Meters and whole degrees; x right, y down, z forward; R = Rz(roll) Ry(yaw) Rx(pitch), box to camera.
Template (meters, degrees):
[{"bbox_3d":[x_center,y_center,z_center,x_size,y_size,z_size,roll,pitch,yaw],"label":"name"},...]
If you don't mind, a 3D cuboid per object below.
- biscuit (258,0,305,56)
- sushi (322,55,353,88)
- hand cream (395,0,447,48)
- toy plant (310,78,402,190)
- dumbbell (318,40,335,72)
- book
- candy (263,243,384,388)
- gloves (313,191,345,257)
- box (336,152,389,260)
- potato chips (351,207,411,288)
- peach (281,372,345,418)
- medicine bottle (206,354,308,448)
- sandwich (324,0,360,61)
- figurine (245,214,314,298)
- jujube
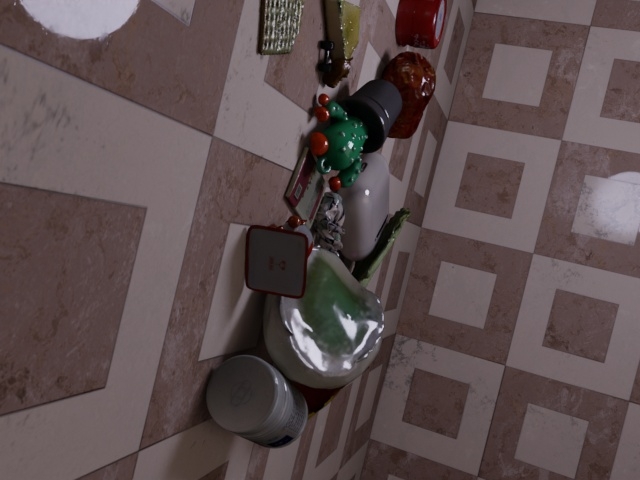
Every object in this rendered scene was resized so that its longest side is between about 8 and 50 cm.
[{"bbox_3d":[-0.088,-0.494,1.428,0.203,0.016,0.144,-35,136,-62],"label":"biscuit"},{"bbox_3d":[0.050,-0.471,1.740,0.060,0.118,0.062,-14,82,-43],"label":"sushi"},{"bbox_3d":[0.383,-0.839,2.345,0.230,0.149,0.231,11,90,-72],"label":"hand cream"},{"bbox_3d":[0.100,-0.319,1.850,0.400,0.185,0.280,-51,159,-41],"label":"toy plant"},{"bbox_3d":[0.016,-0.499,1.694,0.040,0.035,0.083,-40,140,-60],"label":"dumbbell"},{"bbox_3d":[-0.038,-0.147,1.814,0.232,0.022,0.162,59,49,-65],"label":"book"},{"bbox_3d":[-0.006,0.230,1.747,0.186,0.386,0.427,-40,-174,36],"label":"candy"},{"bbox_3d":[0.025,-0.036,1.958,0.127,0.110,0.212,130,-23,-75],"label":"gloves"},{"bbox_3d":[0.153,-0.119,2.206,0.349,0.141,0.289,86,25,-43],"label":"box"},{"bbox_3d":[0.202,0.049,2.351,0.429,0.070,0.358,-59,-174,-28],"label":"potato chips"},{"bbox_3d":[0.004,0.431,1.971,0.281,0.280,0.339,-26,128,-66],"label":"peach"},{"bbox_3d":[-0.157,0.425,1.623,0.332,0.189,0.190,64,43,-62],"label":"medicine bottle"},{"bbox_3d":[0.066,-0.615,1.731,0.193,0.058,0.163,79,29,-48],"label":"sandwich"},{"bbox_3d":[-0.084,0.012,1.637,0.226,0.160,0.184,-59,157,-63],"label":"figurine"},{"bbox_3d":[0.312,-0.523,2.321,0.342,0.216,0.216,100,15,-53],"label":"jujube"}]
